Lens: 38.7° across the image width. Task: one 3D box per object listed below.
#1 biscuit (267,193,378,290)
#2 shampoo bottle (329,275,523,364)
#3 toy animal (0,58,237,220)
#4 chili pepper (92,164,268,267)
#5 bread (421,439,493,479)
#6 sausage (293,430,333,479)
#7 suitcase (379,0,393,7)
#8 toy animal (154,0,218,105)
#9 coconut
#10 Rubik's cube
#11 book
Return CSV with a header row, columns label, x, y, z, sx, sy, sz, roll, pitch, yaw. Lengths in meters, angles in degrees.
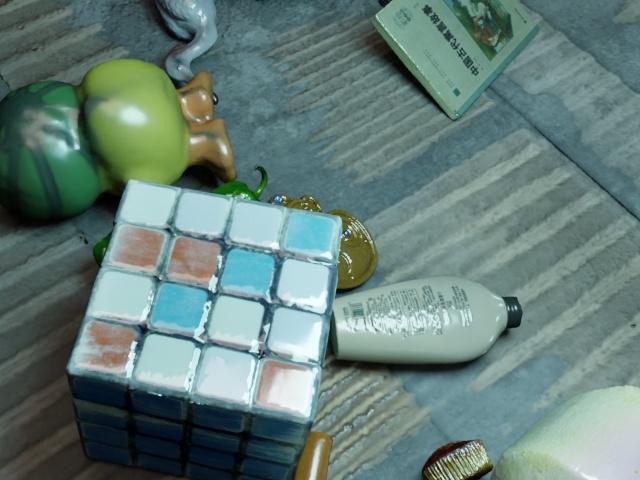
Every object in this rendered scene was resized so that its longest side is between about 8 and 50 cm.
label,x,y,z,sx,sy,sz,roll,pitch,yaw
biscuit,0.000,0.000,1.247,0.175,0.026,0.124,29,56,-10
shampoo bottle,0.141,0.104,1.195,0.256,0.078,0.127,-5,52,-8
toy animal,-0.291,-0.146,1.232,0.338,0.191,0.216,-13,59,-16
chili pepper,-0.176,-0.017,1.222,0.257,0.100,0.074,-28,22,-28
bread,0.161,0.267,1.088,0.085,0.085,0.053,-21,68,-20
sausage,-0.015,0.290,1.072,0.039,0.041,0.131,17,56,-3
suitcase,0.168,-0.416,1.557,0.126,0.059,0.086,37,58,16
toy animal,-0.203,-0.365,1.451,0.195,0.090,0.324,17,54,3
coconut,0.314,0.296,1.016,0.245,0.233,0.233,-32,66,-26
Rubik's cube,-0.125,0.116,1.043,0.258,0.256,0.253,13,56,0
book,0.229,-0.353,1.497,0.215,0.025,0.283,48,59,-9
